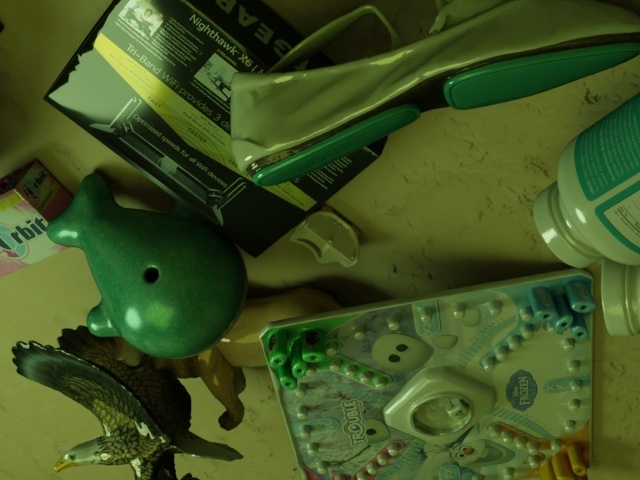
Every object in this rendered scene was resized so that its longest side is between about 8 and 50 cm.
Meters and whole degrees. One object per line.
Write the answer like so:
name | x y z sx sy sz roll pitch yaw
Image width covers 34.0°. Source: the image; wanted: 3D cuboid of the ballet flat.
ballet flat | 0.094 -0.171 0.974 0.400 0.139 0.139 -19 127 9

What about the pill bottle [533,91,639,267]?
pill bottle | 0.326 -0.070 0.984 0.146 0.146 0.264 38 135 -16

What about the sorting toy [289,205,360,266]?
sorting toy | 0.000 0.000 1.271 0.083 0.045 0.075 37 143 -16

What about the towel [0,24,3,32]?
towel | -0.425 -0.264 1.192 0.067 0.029 0.119 -27 119 40

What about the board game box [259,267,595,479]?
board game box | 0.151 0.220 1.316 0.390 0.050 0.390 -10 132 3

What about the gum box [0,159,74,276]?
gum box | -0.412 -0.023 1.403 0.188 0.062 0.107 -20 122 36

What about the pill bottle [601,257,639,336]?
pill bottle | 0.409 0.051 1.088 0.216 0.121 0.121 -5 131 26

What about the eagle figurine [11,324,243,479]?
eagle figurine | -0.271 0.240 1.427 0.226 0.225 0.298 -27 84 52

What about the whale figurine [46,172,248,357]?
whale figurine | -0.220 0.023 1.269 0.272 0.216 0.141 38 178 14

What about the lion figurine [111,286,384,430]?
lion figurine | -0.078 0.127 1.383 0.392 0.142 0.240 -12 121 14

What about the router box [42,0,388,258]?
router box | -0.113 -0.145 1.140 0.309 0.081 0.243 38 135 -16
